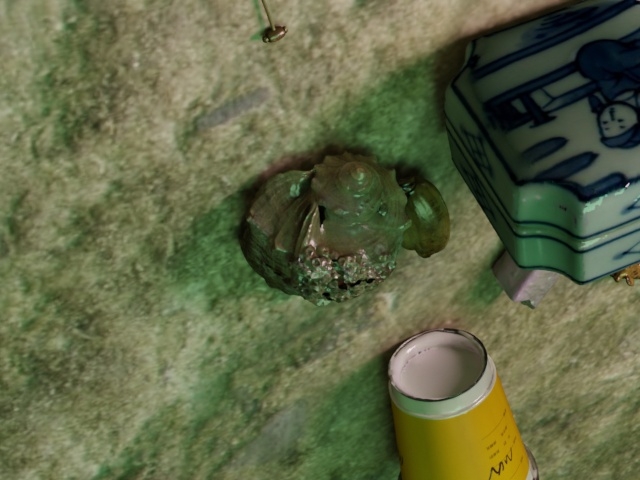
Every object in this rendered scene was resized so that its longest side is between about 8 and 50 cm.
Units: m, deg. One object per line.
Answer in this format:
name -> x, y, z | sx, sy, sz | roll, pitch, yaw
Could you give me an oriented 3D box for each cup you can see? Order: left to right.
cup -> 0.179, 0.260, 1.947 | 0.196, 0.196, 0.280 | -23, 129, -7

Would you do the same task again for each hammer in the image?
hammer -> -0.060, -0.248, 1.472 | 0.029, 0.014, 0.123 | -31, 134, -11

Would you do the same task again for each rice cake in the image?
rice cake -> 0.318, -0.057, 1.803 | 0.056, 0.073, 0.365 | 10, 127, -36

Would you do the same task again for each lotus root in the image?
lotus root -> 0.117, -0.026, 1.729 | 0.072, 0.063, 0.152 | 6, 143, 18

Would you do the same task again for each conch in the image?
conch -> 0.000, 0.000, 1.668 | 0.178, 0.163, 0.245 | 20, 144, -1

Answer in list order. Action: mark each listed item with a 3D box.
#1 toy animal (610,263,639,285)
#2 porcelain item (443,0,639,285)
toy animal -> 0.518, 0.020, 1.987 | 0.275, 0.054, 0.149 | -23, 134, -6
porcelain item -> 0.294, -0.118, 1.578 | 0.281, 0.286, 0.157 | -20, 141, -6
